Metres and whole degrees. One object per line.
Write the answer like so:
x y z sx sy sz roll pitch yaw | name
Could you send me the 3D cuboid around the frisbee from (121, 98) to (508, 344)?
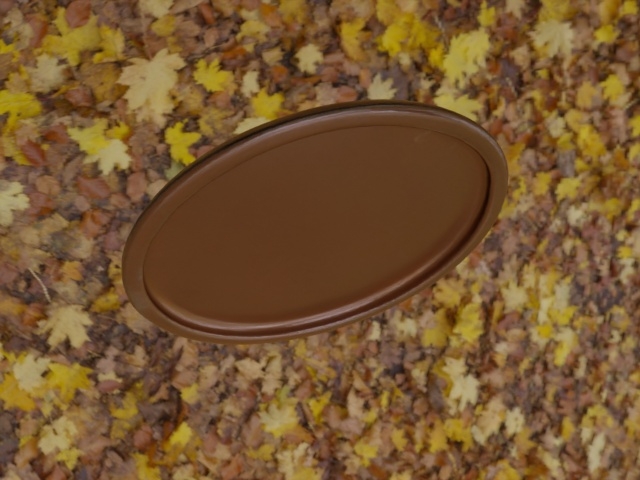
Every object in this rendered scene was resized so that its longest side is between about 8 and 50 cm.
0.000 0.000 0.475 0.250 0.251 0.021 9 50 -36 | frisbee
